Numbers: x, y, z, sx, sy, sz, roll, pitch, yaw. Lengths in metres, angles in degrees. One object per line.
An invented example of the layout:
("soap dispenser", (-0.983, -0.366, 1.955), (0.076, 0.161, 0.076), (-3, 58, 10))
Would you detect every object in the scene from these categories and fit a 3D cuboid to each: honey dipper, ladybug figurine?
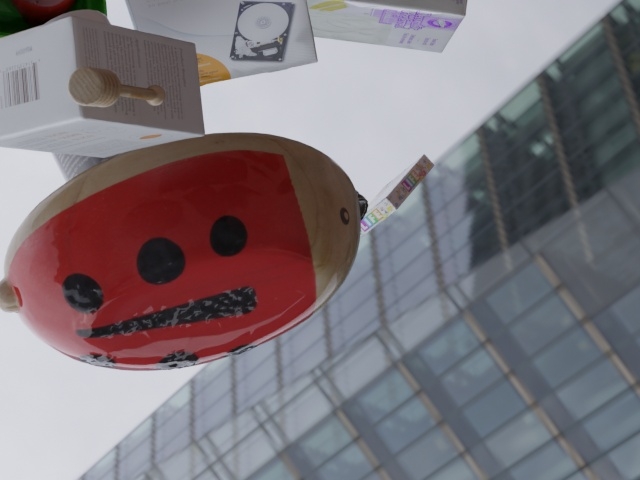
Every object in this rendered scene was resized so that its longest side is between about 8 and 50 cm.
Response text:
("honey dipper", (-0.160, -0.121, 1.062), (0.030, 0.030, 0.160), (51, -169, 4))
("ladybug figurine", (-0.154, 0.033, 1.552), (0.449, 0.305, 0.162), (-15, -140, -10))

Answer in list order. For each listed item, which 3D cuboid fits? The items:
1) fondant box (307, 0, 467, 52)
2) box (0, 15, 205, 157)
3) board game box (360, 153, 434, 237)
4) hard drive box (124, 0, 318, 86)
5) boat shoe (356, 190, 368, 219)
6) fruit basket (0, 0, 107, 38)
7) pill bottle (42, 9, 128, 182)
("fondant box", (0.063, -0.400, 2.165), (0.330, 0.238, 0.096), (6, -96, -3))
("box", (-0.209, -0.134, 1.189), (0.170, 0.130, 0.091), (1, -99, -58))
("board game box", (0.111, -0.068, 2.078), (0.026, 0.103, 0.154), (48, -140, -4))
("hard drive box", (-0.110, -0.273, 1.327), (0.232, 0.181, 0.089), (77, -178, -51))
("boat shoe", (0.000, 0.000, 1.914), (0.068, 0.081, 0.228), (24, -133, 36))
("fruit basket", (-0.452, -0.439, 1.938), (0.392, 0.392, 0.283), (-3, -93, -49))
("pill bottle", (-0.271, -0.143, 1.735), (0.176, 0.176, 0.318), (-5, -120, -50))
